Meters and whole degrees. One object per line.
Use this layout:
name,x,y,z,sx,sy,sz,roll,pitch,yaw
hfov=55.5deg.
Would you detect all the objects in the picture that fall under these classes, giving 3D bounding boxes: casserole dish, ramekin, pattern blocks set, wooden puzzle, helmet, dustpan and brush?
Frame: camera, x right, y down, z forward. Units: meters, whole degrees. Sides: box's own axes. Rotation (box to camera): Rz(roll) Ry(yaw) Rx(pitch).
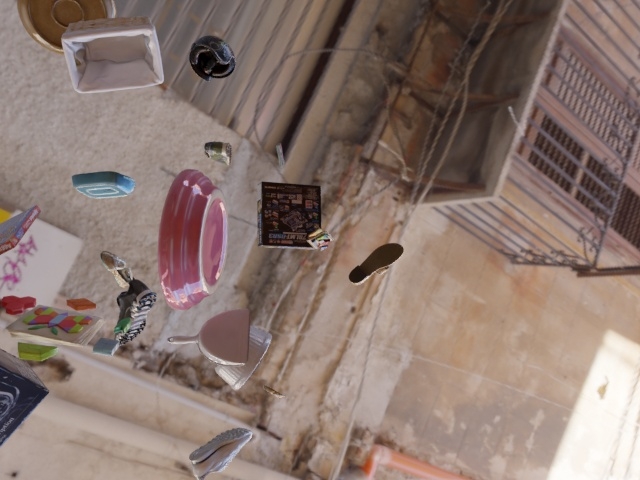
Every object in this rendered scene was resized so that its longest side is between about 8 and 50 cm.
casserole dish,-0.610,-0.153,1.710,0.188,0.114,0.037,-3,-109,20
ramekin,-0.325,0.470,2.513,0.273,0.127,0.273,-54,-173,10
pattern blocks set,-0.619,0.198,1.431,0.285,0.324,0.026,-108,-155,-69
wooden puzzle,0.000,0.000,1.905,0.078,0.116,0.014,-28,-122,18
helmet,-0.410,-0.698,2.329,0.169,0.169,0.161,-43,-173,31
dustpan and brush,-0.282,0.245,1.529,0.060,0.211,0.147,99,-8,-64

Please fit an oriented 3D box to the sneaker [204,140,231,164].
sneaker,-0.350,-0.302,2.070,0.192,0.086,0.064,143,-47,-85

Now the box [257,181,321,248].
box,-0.139,-0.110,2.760,0.073,0.295,0.293,165,-74,-65

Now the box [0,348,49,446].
box,-0.934,0.412,1.507,0.179,0.312,0.343,29,-106,39

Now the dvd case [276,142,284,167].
dvd case,-0.157,-0.335,2.394,0.119,0.013,0.087,-94,174,-77

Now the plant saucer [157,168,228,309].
plant saucer,-0.285,0.001,1.430,0.332,0.084,0.332,5,90,-84

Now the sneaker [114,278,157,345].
sneaker,-0.559,0.205,1.789,0.106,0.078,0.234,47,-59,24

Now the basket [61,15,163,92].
basket,-0.393,-0.359,1.160,0.103,0.167,0.113,-115,-161,-49

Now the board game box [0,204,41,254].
board game box,-0.867,-0.012,1.667,0.145,0.027,0.281,-28,-156,1

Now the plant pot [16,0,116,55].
plant pot,-0.641,-0.581,1.547,0.236,0.236,0.032,-52,-145,16

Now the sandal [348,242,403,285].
sandal,0.215,0.098,2.340,0.240,0.079,0.088,-34,-118,-5

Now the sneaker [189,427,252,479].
sneaker,-0.325,0.707,2.028,0.090,0.235,0.095,-8,-79,53

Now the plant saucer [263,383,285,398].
plant saucer,-0.153,0.490,1.968,0.083,0.083,0.015,4,-118,61

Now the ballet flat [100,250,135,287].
ballet flat,-0.756,0.103,2.296,0.067,0.206,0.073,-9,-127,5
